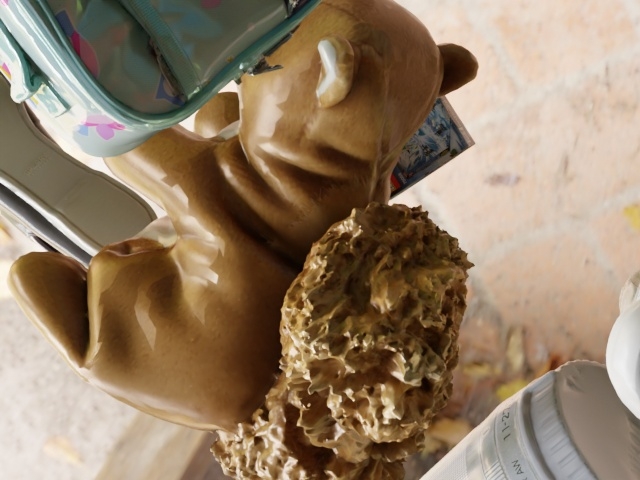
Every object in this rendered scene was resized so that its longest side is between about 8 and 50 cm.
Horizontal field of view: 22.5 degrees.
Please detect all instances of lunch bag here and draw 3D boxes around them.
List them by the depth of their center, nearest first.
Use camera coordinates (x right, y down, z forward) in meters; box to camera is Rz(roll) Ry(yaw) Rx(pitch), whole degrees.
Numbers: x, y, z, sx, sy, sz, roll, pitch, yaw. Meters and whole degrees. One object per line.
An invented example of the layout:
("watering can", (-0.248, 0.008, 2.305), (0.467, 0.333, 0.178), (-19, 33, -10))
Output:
("lunch bag", (-0.127, -0.196, 0.929), (0.279, 0.224, 0.108), (52, 147, -11))

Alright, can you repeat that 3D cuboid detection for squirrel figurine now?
("squirrel figurine", (0.000, 0.000, 1.287), (0.397, 0.281, 0.370), (50, 117, 31))

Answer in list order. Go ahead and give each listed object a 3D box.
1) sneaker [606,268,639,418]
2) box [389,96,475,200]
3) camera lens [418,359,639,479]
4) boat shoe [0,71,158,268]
("sneaker", (0.248, 0.071, 1.147), (0.123, 0.290, 0.106), (17, 98, 33))
("box", (0.059, -0.115, 1.399), (0.094, 0.027, 0.137), (-33, 86, 22))
("camera lens", (0.193, 0.266, 1.435), (0.219, 0.219, 0.274), (40, 119, -6))
("boat shoe", (-0.296, -0.068, 1.535), (0.335, 0.112, 0.095), (40, 142, 10))
